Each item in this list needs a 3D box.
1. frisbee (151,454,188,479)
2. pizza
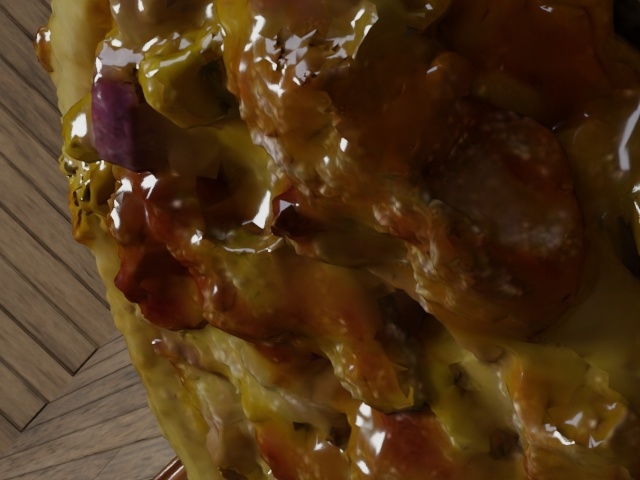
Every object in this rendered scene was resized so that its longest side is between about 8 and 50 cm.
[{"bbox_3d":[-0.112,0.197,1.043,0.251,0.021,0.251,-45,8,8],"label":"frisbee"},{"bbox_3d":[0.022,0.010,0.490,0.114,0.277,0.409,-44,-30,-35],"label":"pizza"}]
